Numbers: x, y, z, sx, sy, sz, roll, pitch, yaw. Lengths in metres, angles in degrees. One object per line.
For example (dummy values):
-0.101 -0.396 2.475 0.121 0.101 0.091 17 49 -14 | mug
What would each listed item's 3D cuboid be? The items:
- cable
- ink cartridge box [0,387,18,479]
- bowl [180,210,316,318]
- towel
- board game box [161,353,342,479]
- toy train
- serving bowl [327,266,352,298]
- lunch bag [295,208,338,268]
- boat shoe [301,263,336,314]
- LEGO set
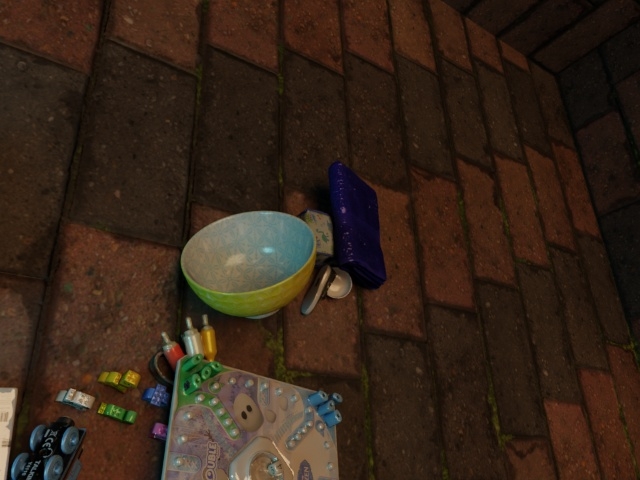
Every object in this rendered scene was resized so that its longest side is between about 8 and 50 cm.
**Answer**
-0.235 0.297 1.034 0.139 0.072 0.287 -21 82 -37 | cable
-0.535 0.320 0.796 0.104 0.060 0.180 12 62 -34 | ink cartridge box
-0.145 0.076 1.136 0.289 0.289 0.156 -45 141 -42 | bowl
0.105 -0.041 1.408 0.227 0.076 0.308 37 42 -55 | towel
-0.100 0.432 0.966 0.390 0.050 0.390 26 44 -32 | board game box
-0.430 0.373 0.818 0.080 0.105 0.184 1 39 5 | toy train
0.039 0.112 1.361 0.083 0.027 0.083 4 71 -13 | serving bowl
0.000 0.000 1.347 0.151 0.096 0.129 9 62 -45 | lunch bag
0.000 0.127 1.304 0.040 0.049 0.142 39 65 -24 | boat shoe
-0.341 0.285 0.943 0.227 0.093 0.087 31 53 -22 | LEGO set
